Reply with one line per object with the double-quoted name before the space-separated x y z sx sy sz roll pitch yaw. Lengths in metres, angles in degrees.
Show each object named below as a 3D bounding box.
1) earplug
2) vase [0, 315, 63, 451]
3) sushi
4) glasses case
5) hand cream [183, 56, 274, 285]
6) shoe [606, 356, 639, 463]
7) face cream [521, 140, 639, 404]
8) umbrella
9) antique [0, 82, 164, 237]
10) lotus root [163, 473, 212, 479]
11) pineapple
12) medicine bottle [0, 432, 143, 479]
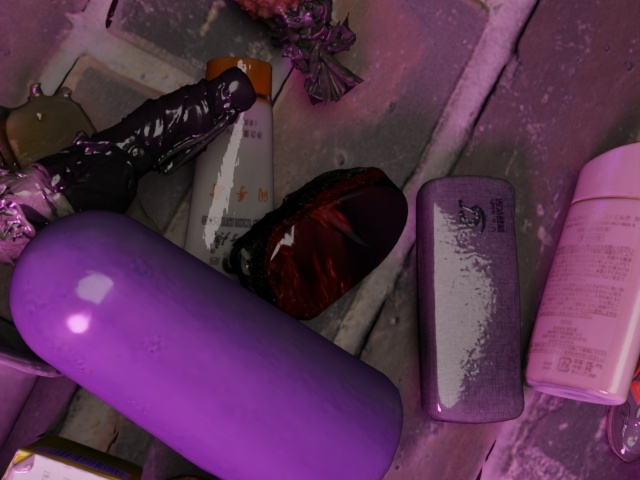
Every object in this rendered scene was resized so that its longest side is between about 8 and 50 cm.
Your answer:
"earplug" -0.131 0.130 1.132 0.456 0.215 0.215 39 76 -28
"vase" -0.433 0.215 1.115 0.245 0.245 0.291 23 89 -6
"sushi" 0.000 0.000 1.282 0.225 0.126 0.136 -38 111 -19
"glasses case" 0.193 0.077 1.350 0.131 0.074 0.323 1 81 -11
"hand cream" -0.117 -0.073 1.318 0.140 0.089 0.314 1 89 -24
"shoe" 0.446 0.205 1.372 0.074 0.077 0.194 31 77 -5
"face cream" 0.369 0.035 1.343 0.081 0.174 0.348 26 75 -29
"umbrella" -0.220 -0.092 1.164 0.358 0.113 0.106 -32 50 -19
"antique" -0.301 -0.054 1.264 0.125 0.150 0.284 -28 79 -17
"lotus root" -0.141 0.386 1.169 0.160 0.152 0.274 12 122 26
"pineapple" -0.030 -0.294 1.351 0.128 0.128 0.248 -34 94 -13
"medicine bottle" -0.284 0.302 1.146 0.141 0.250 0.137 18 80 -4
